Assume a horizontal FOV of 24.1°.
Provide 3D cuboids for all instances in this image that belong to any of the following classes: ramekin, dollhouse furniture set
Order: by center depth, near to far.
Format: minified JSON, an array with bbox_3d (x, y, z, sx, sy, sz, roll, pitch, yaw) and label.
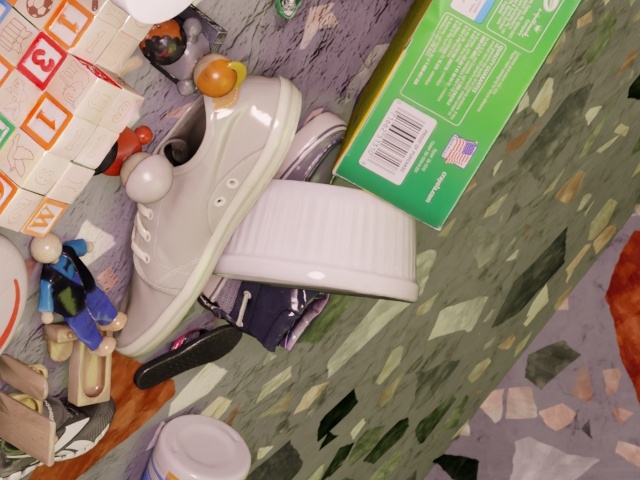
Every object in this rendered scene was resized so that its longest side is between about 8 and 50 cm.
[{"bbox_3d":[-0.304,0.181,1.868,0.151,0.123,0.144,-7,107,-41],"label":"dollhouse furniture set"},{"bbox_3d":[0.000,0.000,1.914,0.273,0.273,0.127,14,83,-64],"label":"ramekin"}]

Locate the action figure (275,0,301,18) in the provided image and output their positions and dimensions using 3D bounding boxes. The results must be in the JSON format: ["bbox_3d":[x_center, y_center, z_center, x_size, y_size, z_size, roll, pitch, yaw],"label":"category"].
[{"bbox_3d":[-0.015,-0.353,1.687,0.137,0.063,0.232,2,130,-18],"label":"action figure"}]

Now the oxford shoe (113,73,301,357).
[{"bbox_3d":[-0.174,-0.037,1.852,0.130,0.169,0.449,19,126,-20],"label":"oxford shoe"}]

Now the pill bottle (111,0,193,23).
[{"bbox_3d":[-0.204,-0.290,1.270,0.136,0.245,0.136,-39,154,-23],"label":"pill bottle"}]

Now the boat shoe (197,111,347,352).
[{"bbox_3d":[-0.023,-0.001,2.103,0.127,0.158,0.340,-2,128,-60],"label":"boat shoe"}]

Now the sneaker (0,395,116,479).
[{"bbox_3d":[-0.357,0.243,1.976,0.234,0.078,0.106,-24,147,-41],"label":"sneaker"}]

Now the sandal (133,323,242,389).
[{"bbox_3d":[-0.197,0.160,2.194,0.179,0.040,0.067,-24,142,-20],"label":"sandal"}]

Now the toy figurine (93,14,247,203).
[{"bbox_3d":[-0.201,-0.158,1.585,0.209,0.148,0.213,-51,156,2],"label":"toy figurine"}]

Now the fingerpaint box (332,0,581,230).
[{"bbox_3d":[0.204,-0.281,1.901,0.445,0.163,0.371,-60,-175,19],"label":"fingerpaint box"}]

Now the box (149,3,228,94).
[{"bbox_3d":[-0.149,-0.217,1.690,0.018,0.067,0.083,-6,132,-57],"label":"box"}]

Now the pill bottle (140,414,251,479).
[{"bbox_3d":[-0.221,0.421,2.377,0.152,0.152,0.272,-20,143,-48],"label":"pill bottle"}]

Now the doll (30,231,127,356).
[{"bbox_3d":[-0.297,0.054,1.807,0.189,0.046,0.129,61,40,-45],"label":"doll"}]

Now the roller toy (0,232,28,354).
[{"bbox_3d":[-0.410,0.051,1.529,0.191,0.146,0.209,-2,117,-62],"label":"roller toy"}]

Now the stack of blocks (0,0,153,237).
[{"bbox_3d":[-0.257,-0.173,1.441,0.297,0.171,0.087,-54,156,6],"label":"stack of blocks"}]
